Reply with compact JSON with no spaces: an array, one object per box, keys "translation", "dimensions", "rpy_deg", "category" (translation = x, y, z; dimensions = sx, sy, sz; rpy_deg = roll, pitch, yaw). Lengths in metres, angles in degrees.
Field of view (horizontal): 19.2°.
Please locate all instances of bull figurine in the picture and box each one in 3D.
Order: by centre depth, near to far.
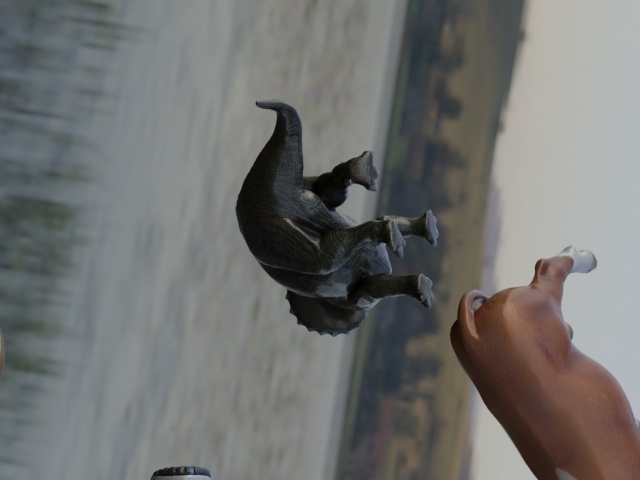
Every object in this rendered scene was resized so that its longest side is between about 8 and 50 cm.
[{"translation":[0.217,0.157,1.520],"dimensions":[0.310,0.101,0.188],"rpy_deg":[60,37,-8],"category":"bull figurine"}]

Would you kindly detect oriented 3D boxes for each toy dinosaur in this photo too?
[{"translation":[0.000,0.000,1.596],"dimensions":[0.313,0.160,0.121],"rpy_deg":[41,42,-51],"category":"toy dinosaur"}]

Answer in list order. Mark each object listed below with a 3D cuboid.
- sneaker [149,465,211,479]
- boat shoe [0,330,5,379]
[{"translation":[-0.152,0.304,1.939],"dimensions":[0.211,0.080,0.081],"rpy_deg":[100,-13,-61],"category":"sneaker"},{"translation":[-0.332,0.001,1.454],"dimensions":[0.104,0.089,0.285],"rpy_deg":[-46,-119,32],"category":"boat shoe"}]
